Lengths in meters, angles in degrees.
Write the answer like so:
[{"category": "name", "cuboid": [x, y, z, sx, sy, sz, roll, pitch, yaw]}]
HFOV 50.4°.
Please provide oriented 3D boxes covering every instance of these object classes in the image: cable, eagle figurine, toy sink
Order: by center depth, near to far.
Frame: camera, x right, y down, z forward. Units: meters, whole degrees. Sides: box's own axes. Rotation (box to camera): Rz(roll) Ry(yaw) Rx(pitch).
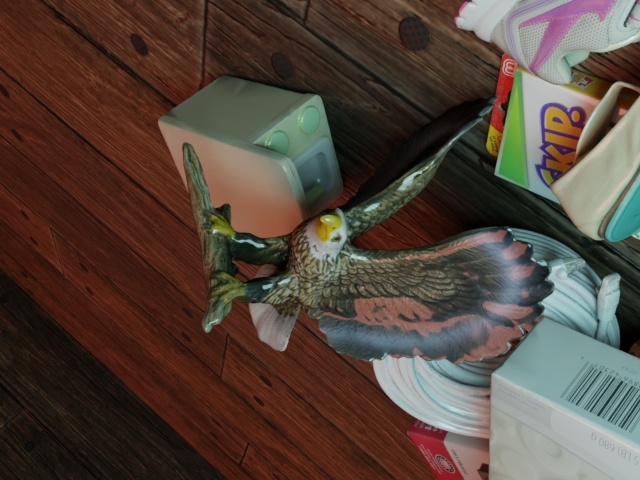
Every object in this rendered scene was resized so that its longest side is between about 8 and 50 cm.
[{"category": "eagle figurine", "cuboid": [0.034, 0.004, 0.633, 0.225, 0.298, 0.226, -113, 14, -72]}, {"category": "cable", "cuboid": [0.182, 0.105, 0.731, 0.257, 0.089, 0.257, -3, 125, 18]}, {"category": "toy sink", "cuboid": [-0.063, -0.097, 0.847, 0.234, 0.131, 0.153, 22, 143, 39]}]

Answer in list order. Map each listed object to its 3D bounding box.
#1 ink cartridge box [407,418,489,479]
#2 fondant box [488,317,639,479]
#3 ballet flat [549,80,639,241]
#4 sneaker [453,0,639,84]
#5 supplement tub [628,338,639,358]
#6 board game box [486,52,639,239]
[{"category": "ink cartridge box", "cuboid": [0.299, 0.309, 0.896, 0.306, 0.131, 0.226, -1, 127, 53]}, {"category": "fondant box", "cuboid": [0.284, 0.260, 0.637, 0.238, 0.096, 0.330, 25, 139, 38]}, {"category": "ballet flat", "cuboid": [0.248, -0.105, 0.480, 0.086, 0.086, 0.248, 38, 130, 12]}, {"category": "sneaker", "cuboid": [0.199, -0.194, 0.446, 0.111, 0.103, 0.252, 42, 157, -2]}, {"category": "supplement tub", "cuboid": [0.375, 0.126, 0.590, 0.117, 0.117, 0.190, 53, 148, -14]}, {"category": "board game box", "cuboid": [0.259, -0.067, 0.583, 0.259, 0.039, 0.124, 32, 146, 27]}]
